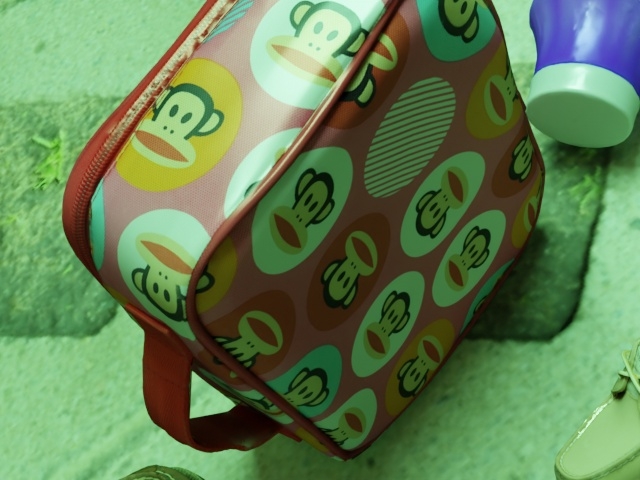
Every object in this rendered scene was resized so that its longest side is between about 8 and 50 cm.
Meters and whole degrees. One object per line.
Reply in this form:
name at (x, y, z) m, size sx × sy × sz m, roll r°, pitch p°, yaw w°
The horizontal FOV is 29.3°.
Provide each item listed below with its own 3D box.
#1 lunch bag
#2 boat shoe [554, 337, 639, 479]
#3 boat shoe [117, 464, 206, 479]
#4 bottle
lunch bag at (0.000, 0.000, 0.652) m, size 0.120 × 0.293 × 0.258 m, roll 29°, pitch 76°, yaw 29°
boat shoe at (0.188, 0.074, 0.657) m, size 0.170 × 0.059 × 0.063 m, roll -38°, pitch 30°, yaw -6°
boat shoe at (-0.186, 0.244, 0.706) m, size 0.307 × 0.104 × 0.111 m, roll -45°, pitch 54°, yaw -6°
bottle at (0.199, -0.196, 0.797) m, size 0.118 × 0.092 × 0.283 m, roll 6°, pitch 65°, yaw 28°
